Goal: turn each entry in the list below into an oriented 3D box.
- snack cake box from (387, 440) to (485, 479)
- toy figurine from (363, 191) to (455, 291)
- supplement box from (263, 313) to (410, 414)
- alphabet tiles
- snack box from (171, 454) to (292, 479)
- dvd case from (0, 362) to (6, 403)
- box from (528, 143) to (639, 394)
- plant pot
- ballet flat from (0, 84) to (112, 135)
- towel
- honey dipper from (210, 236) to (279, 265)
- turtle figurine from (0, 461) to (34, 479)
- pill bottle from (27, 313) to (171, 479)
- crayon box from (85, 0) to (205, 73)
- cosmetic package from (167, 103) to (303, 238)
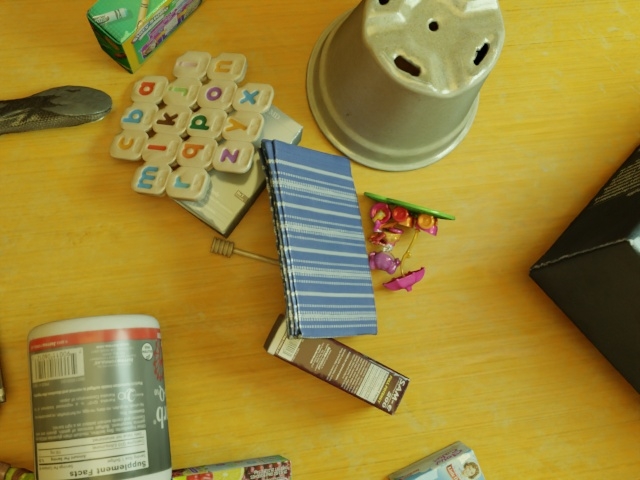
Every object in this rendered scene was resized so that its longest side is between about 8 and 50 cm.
[{"bbox_3d":[0.244,0.513,1.339,0.152,0.089,0.264,-23,89,-8],"label":"snack cake box"},{"bbox_3d":[0.138,0.010,1.367,0.173,0.130,0.159,17,93,16],"label":"toy figurine"},{"bbox_3d":[0.024,0.212,1.315,0.239,0.130,0.073,28,83,-5],"label":"supplement box"},{"bbox_3d":[-0.222,-0.201,1.301,0.277,0.021,0.284,8,70,21],"label":"alphabet tiles"},{"bbox_3d":[-0.150,0.467,1.280,0.207,0.070,0.175,-1,85,-21],"label":"snack box"},{"bbox_3d":[-0.628,0.182,1.270,0.164,0.018,0.221,-13,76,-8],"label":"dvd case"},{"bbox_3d":[0.712,0.048,1.294,0.480,0.297,0.472,46,71,-2],"label":"box"},{"bbox_3d":[0.156,-0.308,1.282,0.333,0.305,0.334,1,84,-7],"label":"plant pot"},{"bbox_3d":[-0.491,-0.219,1.327,0.249,0.058,0.084,-11,51,-13],"label":"ballet flat"},{"bbox_3d":[0.000,0.000,1.289,0.040,0.243,0.336,-17,77,35],"label":"towel"},{"bbox_3d":[-0.118,0.030,1.365,0.160,0.030,0.031,17,83,-10],"label":"honey dipper"},{"bbox_3d":[-0.582,0.393,1.237,0.217,0.087,0.270,25,64,18],"label":"turtle figurine"},{"bbox_3d":[-0.347,0.309,1.204,0.210,0.210,0.363,-6,80,-8],"label":"pill bottle"},{"bbox_3d":[-0.270,-0.432,1.313,0.081,0.165,0.278,42,81,-2],"label":"crayon box"},{"bbox_3d":[-0.146,-0.134,1.337,0.127,0.107,0.238,34,85,0],"label":"cosmetic package"}]
